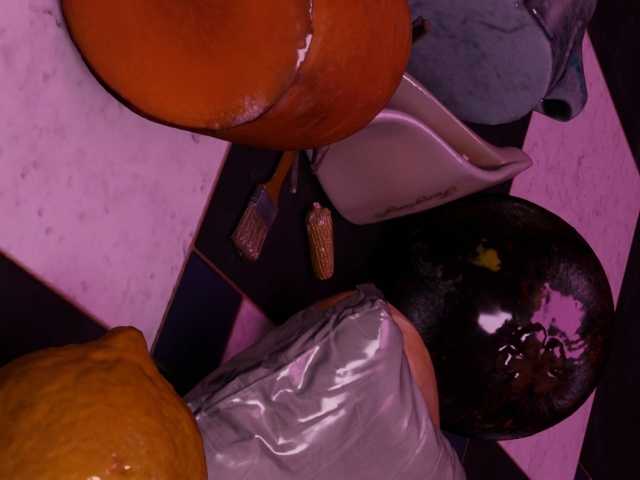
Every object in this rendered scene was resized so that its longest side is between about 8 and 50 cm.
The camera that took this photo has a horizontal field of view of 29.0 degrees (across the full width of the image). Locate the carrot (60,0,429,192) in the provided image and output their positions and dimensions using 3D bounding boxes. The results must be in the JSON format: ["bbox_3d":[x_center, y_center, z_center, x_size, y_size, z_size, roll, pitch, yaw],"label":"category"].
[{"bbox_3d":[-0.030,-0.162,0.961,0.214,0.193,0.331,58,22,12],"label":"carrot"}]

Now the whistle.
[{"bbox_3d":[0.178,-0.304,1.319,0.168,0.188,0.404,-55,141,-40],"label":"whistle"}]

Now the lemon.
[{"bbox_3d":[-0.166,0.178,0.810,0.188,0.188,0.256,28,74,-60],"label":"lemon"}]

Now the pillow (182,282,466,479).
[{"bbox_3d":[-0.027,0.202,1.049,0.283,0.138,0.310,-29,133,-2],"label":"pillow"}]

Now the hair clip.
[{"bbox_3d":[0.085,-0.083,1.245,0.282,0.173,0.113,41,41,-45],"label":"hair clip"}]

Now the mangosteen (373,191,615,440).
[{"bbox_3d":[0.184,0.079,1.370,0.288,0.288,0.288,-23,117,-58],"label":"mangosteen"}]

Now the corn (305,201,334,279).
[{"bbox_3d":[0.000,0.000,1.236,0.028,0.027,0.083,-72,158,-64],"label":"corn"}]

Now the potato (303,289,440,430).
[{"bbox_3d":[0.036,0.157,1.214,0.150,0.146,0.233,-122,-161,-59],"label":"potato"}]

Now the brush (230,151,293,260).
[{"bbox_3d":[-0.042,-0.057,1.163,0.170,0.014,0.043,-67,148,-30],"label":"brush"}]
